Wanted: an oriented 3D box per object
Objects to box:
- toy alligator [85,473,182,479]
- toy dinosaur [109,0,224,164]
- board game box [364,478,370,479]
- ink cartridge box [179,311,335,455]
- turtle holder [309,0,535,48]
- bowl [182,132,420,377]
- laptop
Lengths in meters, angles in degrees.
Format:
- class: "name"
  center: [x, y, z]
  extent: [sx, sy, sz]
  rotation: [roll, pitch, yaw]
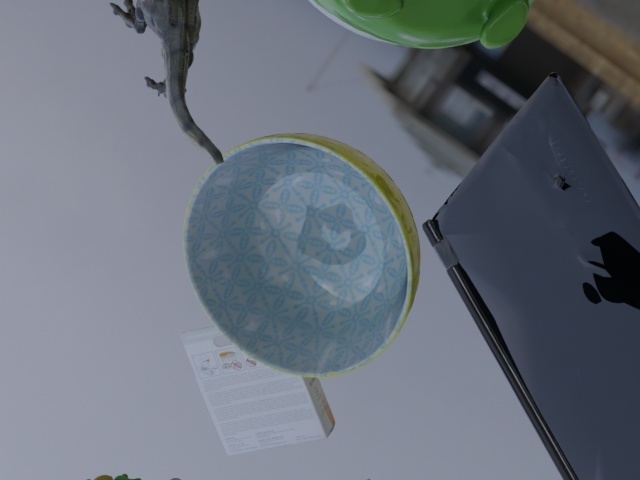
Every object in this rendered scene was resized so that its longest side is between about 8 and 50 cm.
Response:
- class: "toy alligator"
  center: [-0.270, 0.325, 2.352]
  extent: [0.051, 0.190, 0.056]
  rotation: [-103, -1, -56]
- class: "toy dinosaur"
  center: [-0.130, -0.181, 1.557]
  extent: [0.064, 0.268, 0.118]
  rotation: [-2, 168, -25]
- class: "board game box"
  center: [-0.016, 0.356, 2.395]
  extent: [0.103, 0.154, 0.026]
  rotation: [-40, 66, 64]
- class: "ink cartridge box"
  center: [-0.079, 0.174, 2.252]
  extent: [0.045, 0.145, 0.179]
  rotation: [-52, -54, -62]
- class: "turtle holder"
  center: [0.111, -0.311, 1.680]
  extent: [0.227, 0.320, 0.243]
  rotation: [-151, 42, -68]
- class: "bowl"
  center: [0.000, 0.000, 2.120]
  extent: [0.289, 0.289, 0.156]
  rotation: [37, -152, 9]
- class: "laptop"
  center: [0.299, 0.086, 1.783]
  extent: [0.408, 0.236, 0.382]
  rotation: [12, -134, -62]
